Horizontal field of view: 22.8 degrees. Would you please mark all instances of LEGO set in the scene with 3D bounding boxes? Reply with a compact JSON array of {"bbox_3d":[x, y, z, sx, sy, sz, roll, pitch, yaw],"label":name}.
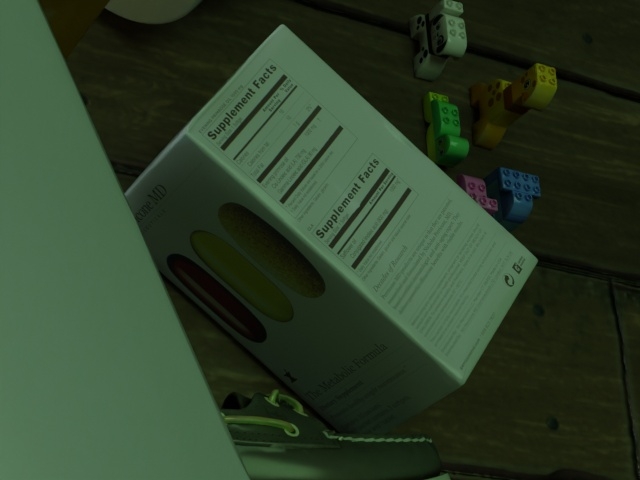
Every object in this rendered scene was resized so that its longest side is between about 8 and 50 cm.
[{"bbox_3d":[0.138,-0.095,1.263,0.087,0.093,0.227,11,60,-28],"label":"LEGO set"}]

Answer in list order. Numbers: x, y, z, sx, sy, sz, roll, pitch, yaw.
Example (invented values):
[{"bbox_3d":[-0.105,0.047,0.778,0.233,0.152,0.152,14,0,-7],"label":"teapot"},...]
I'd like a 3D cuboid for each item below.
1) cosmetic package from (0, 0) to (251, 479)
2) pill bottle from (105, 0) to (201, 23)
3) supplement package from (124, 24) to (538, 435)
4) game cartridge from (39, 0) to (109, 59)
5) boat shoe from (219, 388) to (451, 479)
[{"bbox_3d":[-0.296,0.090,0.687,0.327,0.393,0.329,-16,76,-38],"label":"cosmetic package"},{"bbox_3d":[-0.075,-0.291,1.187,0.162,0.162,0.278,42,51,-7],"label":"pill bottle"},{"bbox_3d":[0.000,0.000,1.094,0.244,0.139,0.134,42,50,-6],"label":"supplement package"},{"bbox_3d":[-0.296,-0.101,0.860,0.323,0.285,0.053,-2,66,-33],"label":"game cartridge"},{"bbox_3d":[-0.052,0.139,1.006,0.305,0.109,0.091,0,71,-29],"label":"boat shoe"}]
